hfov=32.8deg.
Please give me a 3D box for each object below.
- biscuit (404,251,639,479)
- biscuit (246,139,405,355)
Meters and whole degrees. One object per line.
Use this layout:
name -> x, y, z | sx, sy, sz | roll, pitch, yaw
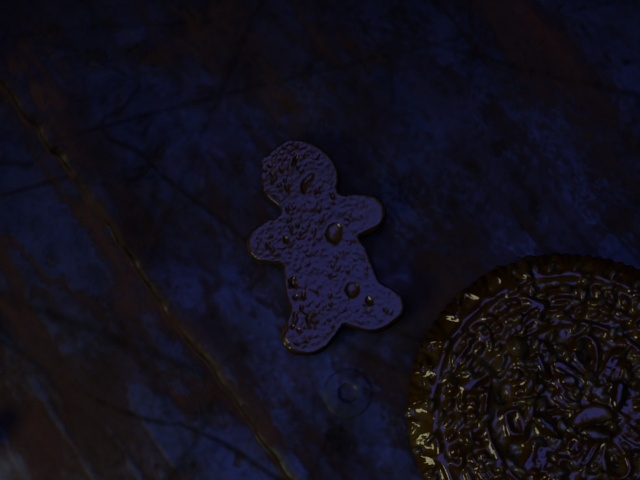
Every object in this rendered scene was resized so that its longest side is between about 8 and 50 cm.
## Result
biscuit -> 0.229, 0.156, 0.986 | 0.305, 0.038, 0.305 | -1, 79, 5
biscuit -> 0.000, 0.000, 1.038 | 0.138, 0.031, 0.205 | -20, 78, 0
